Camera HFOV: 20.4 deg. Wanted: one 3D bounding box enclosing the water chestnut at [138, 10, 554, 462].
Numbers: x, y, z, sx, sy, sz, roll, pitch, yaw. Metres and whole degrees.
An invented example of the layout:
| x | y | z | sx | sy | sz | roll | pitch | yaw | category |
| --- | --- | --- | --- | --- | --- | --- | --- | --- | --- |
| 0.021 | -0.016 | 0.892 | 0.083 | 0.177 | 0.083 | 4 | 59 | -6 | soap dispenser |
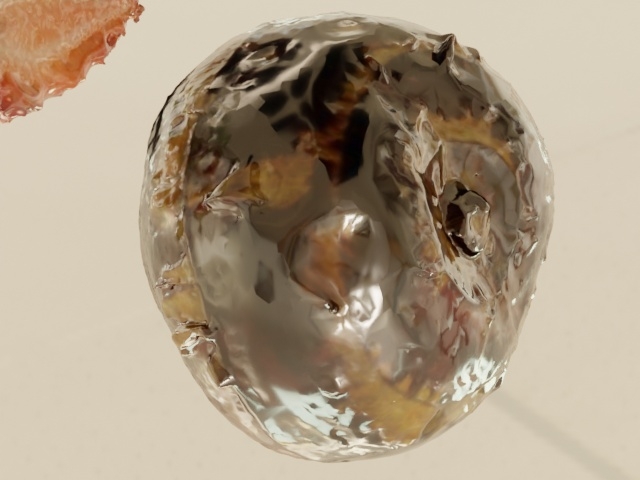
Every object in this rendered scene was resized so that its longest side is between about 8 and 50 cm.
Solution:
| x | y | z | sx | sy | sz | roll | pitch | yaw | category |
| --- | --- | --- | --- | --- | --- | --- | --- | --- | --- |
| 0.000 | 0.000 | 1.145 | 0.300 | 0.300 | 0.300 | 5 | -149 | -3 | water chestnut |

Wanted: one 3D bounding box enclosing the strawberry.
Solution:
| x | y | z | sx | sy | sz | roll | pitch | yaw | category |
| --- | --- | --- | --- | --- | --- | --- | --- | --- | --- |
| -0.264 | -0.207 | 1.536 | 0.098 | 0.174 | 0.228 | 6 | -146 | 39 | strawberry |
